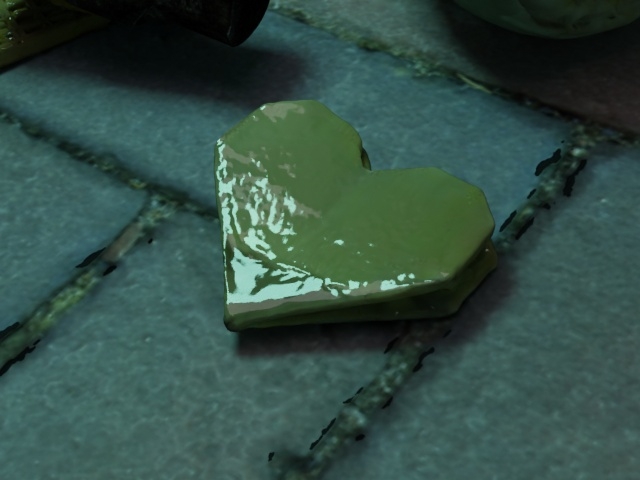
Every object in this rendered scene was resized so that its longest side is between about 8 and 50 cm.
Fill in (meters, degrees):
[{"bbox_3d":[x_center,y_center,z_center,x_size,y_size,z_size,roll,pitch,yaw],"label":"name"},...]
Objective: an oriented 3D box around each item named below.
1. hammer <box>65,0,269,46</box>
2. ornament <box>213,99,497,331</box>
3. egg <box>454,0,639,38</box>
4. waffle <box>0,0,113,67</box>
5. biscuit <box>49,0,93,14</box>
[{"bbox_3d":[-0.096,-0.323,1.089,0.243,0.095,0.408,19,45,14],"label":"hammer"},{"bbox_3d":[0.000,0.000,0.851,0.201,0.059,0.180,30,59,27],"label":"ornament"},{"bbox_3d":[0.170,-0.324,0.983,0.278,0.278,0.336,-13,53,-7],"label":"egg"},{"bbox_3d":[-0.253,-0.187,1.077,0.135,0.021,0.092,-25,51,-19],"label":"waffle"},{"bbox_3d":[-0.161,-0.275,1.124,0.254,0.035,0.254,1,43,-1],"label":"biscuit"}]
